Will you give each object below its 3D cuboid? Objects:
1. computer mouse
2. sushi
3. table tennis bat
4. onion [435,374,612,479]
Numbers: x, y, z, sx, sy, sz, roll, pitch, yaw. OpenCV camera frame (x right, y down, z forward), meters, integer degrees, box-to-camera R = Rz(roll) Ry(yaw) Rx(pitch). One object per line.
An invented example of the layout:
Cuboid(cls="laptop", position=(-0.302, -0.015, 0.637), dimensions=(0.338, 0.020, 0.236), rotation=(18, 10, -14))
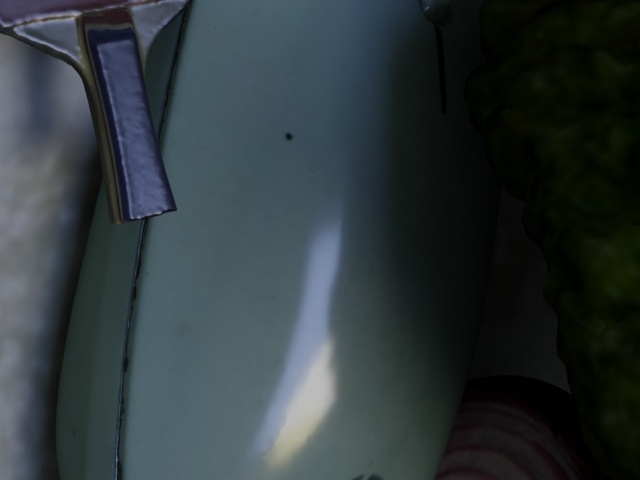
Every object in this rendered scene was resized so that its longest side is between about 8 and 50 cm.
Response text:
Cuboid(cls="computer mouse", position=(0.004, 0.002, 0.633), dimensions=(0.159, 0.097, 0.288), rotation=(15, 93, -44))
Cuboid(cls="sushi", position=(0.182, 0.024, 0.652), dimensions=(0.178, 0.294, 0.352), rotation=(-22, 152, 10))
Cuboid(cls="table tennis bat", position=(-0.069, -0.084, 0.559), dimensions=(0.095, 0.014, 0.158), rotation=(-15, 96, -30))
Cuboid(cls="onion", position=(0.077, 0.159, 0.730), dimensions=(0.098, 0.151, 0.206), rotation=(1, 119, -60))
